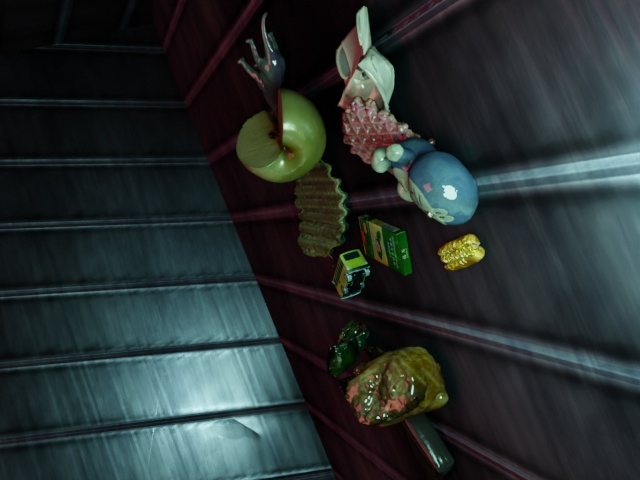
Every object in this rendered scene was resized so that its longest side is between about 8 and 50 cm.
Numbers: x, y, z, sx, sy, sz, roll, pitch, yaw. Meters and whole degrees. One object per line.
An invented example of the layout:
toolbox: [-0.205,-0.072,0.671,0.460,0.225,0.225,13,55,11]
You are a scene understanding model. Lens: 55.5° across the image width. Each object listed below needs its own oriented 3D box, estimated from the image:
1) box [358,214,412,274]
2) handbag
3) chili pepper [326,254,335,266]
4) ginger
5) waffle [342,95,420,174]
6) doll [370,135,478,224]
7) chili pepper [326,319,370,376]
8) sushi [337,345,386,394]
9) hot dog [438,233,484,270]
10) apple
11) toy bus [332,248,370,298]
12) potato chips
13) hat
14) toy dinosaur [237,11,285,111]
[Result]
box: [0.189,0.009,1.813,0.235,0.034,0.132,32,138,61]
handbag: [0.340,0.670,2.000,0.247,0.080,0.223,57,164,29]
chili pepper: [0.000,0.000,2.295,0.268,0.050,0.059,55,136,40]
ginger: [0.232,0.427,1.795,0.269,0.223,0.200,-34,61,31]
waffle: [0.143,-0.255,1.532,0.221,0.055,0.234,35,160,3]
doll: [0.244,-0.130,1.362,0.228,0.154,0.258,43,-169,-41]
chili pepper: [0.105,0.384,2.188,0.264,0.116,0.148,-51,-28,-64]
sushi: [0.197,0.484,2.051,0.238,0.219,0.225,35,-176,35]
hot dog: [0.331,0.029,1.431,0.165,0.045,0.071,140,111,-71]
apple: [-0.109,-0.330,1.968,0.295,0.233,0.258,-47,32,24]
toy bus: [0.102,0.116,2.080,0.101,0.088,0.175,61,156,28]
potato chips: [-0.010,-0.118,2.157,0.429,0.070,0.358,-175,76,-66]
hat: [0.123,-0.440,1.503,0.219,0.164,0.226,143,146,-74]
toy dinosaur: [-0.140,-0.542,2.115,0.331,0.129,0.383,56,158,6]
